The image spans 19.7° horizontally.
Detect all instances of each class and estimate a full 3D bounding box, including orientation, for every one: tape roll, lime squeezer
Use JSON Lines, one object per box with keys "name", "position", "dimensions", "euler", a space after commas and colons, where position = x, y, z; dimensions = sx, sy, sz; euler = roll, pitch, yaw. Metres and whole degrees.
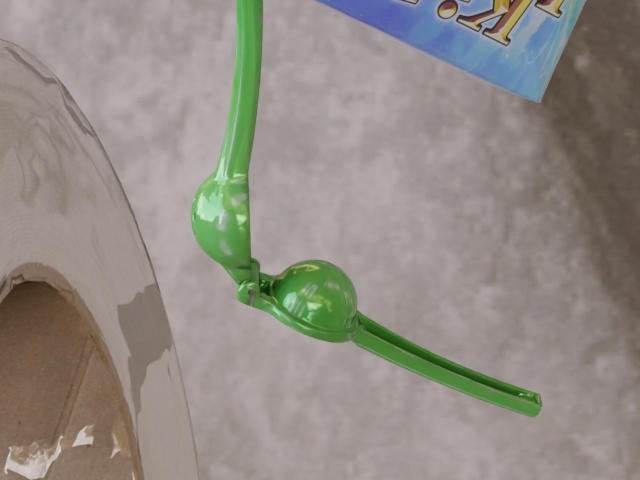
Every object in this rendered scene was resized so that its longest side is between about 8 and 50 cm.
{"name": "tape roll", "position": [-0.125, 0.117, 0.706], "dimensions": [0.072, 0.392, 0.392], "euler": [-9, 81, 10]}
{"name": "lime squeezer", "position": [0.000, 0.000, 0.990], "dimensions": [0.110, 0.310, 0.059], "euler": [-35, 23, -3]}

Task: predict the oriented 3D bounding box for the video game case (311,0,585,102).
{"name": "video game case", "position": [0.043, -0.219, 0.818], "dimensions": [0.061, 0.270, 0.244], "euler": [34, 101, 53]}
